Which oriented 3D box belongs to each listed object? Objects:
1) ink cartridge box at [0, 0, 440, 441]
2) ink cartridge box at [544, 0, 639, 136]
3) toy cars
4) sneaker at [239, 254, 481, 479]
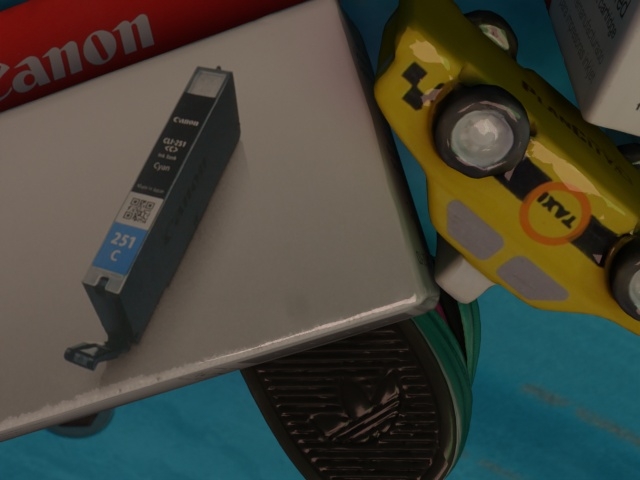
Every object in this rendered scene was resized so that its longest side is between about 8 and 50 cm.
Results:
[{"bbox_3d":[-0.123,-0.051,0.512,0.296,0.066,0.261,-18,80,10],"label":"ink cartridge box"},{"bbox_3d":[0.193,-0.193,0.434,0.114,0.197,0.273,14,127,-10],"label":"ink cartridge box"},{"bbox_3d":[0.150,-0.005,0.541,0.394,0.176,0.087,11,132,-48],"label":"toy cars"},{"bbox_3d":[0.000,0.000,0.604,0.124,0.178,0.295,-27,77,9],"label":"sneaker"}]
